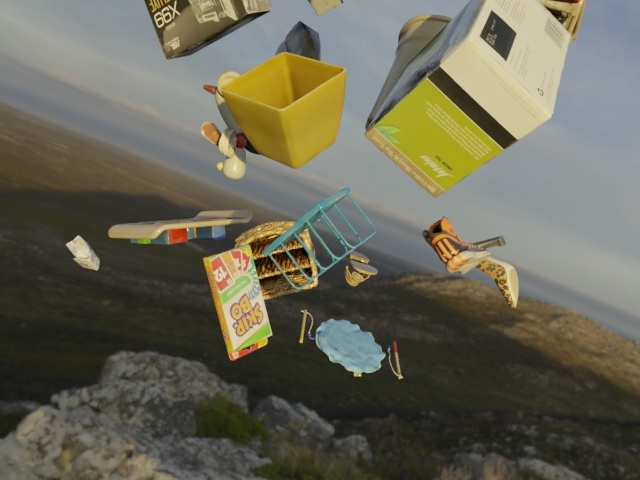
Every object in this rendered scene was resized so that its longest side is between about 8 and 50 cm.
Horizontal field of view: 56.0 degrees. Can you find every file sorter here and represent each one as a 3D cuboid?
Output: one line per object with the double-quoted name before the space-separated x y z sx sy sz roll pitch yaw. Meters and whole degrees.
"file sorter" 0.000 0.000 1.139 0.104 0.170 0.118 54 36 3

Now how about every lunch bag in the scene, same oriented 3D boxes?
"lunch bag" -0.641 0.040 1.632 0.083 0.053 0.071 44 -15 19

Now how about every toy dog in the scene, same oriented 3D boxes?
"toy dog" -0.301 -0.371 1.872 0.161 0.333 0.220 5 -19 15

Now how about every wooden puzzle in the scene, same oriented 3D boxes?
"wooden puzzle" -0.435 -0.032 1.881 0.348 0.080 0.322 -13 10 -42

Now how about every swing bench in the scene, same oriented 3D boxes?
"swing bench" 0.733 -0.770 1.991 0.253 0.165 0.254 27 -31 21

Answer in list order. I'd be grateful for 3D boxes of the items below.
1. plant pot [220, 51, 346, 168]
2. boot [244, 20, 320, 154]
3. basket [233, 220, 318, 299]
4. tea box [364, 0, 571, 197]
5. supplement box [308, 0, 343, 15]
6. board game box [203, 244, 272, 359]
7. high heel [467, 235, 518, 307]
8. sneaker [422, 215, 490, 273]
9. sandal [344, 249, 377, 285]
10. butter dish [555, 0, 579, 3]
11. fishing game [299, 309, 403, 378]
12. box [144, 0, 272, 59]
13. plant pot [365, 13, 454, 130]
"plant pot" -0.073 -0.295 1.412 0.212 0.212 0.187 27 -37 36
"boot" -0.134 -0.536 2.090 0.146 0.367 0.445 38 25 -36
"basket" -0.172 0.066 2.226 0.299 0.213 0.223 -12 28 4
"tea box" 0.310 -0.326 1.267 0.220 0.329 0.323 40 -41 -12
"supplement box" -0.012 -0.964 2.215 0.114 0.220 0.111 -22 -20 16
"board game box" -0.196 0.150 1.460 0.039 0.259 0.124 -3 12 46
"high heel" 0.596 0.126 2.148 0.186 0.261 0.093 -19 -9 39
"sneaker" 0.446 0.008 1.979 0.180 0.125 0.321 57 19 20
"sandal" 0.111 0.098 1.807 0.088 0.079 0.240 20 11 -7
"butter dish" 0.681 -0.741 1.633 0.118 0.160 0.160 -22 34 -15
"fishing game" 0.070 0.261 1.456 0.264 0.041 0.189 20 26 -11
"box" -0.260 -0.545 1.261 0.308 0.242 0.077 -6 17 45
"plant pot" 0.291 -0.376 1.636 0.334 0.305 0.334 29 -14 8
